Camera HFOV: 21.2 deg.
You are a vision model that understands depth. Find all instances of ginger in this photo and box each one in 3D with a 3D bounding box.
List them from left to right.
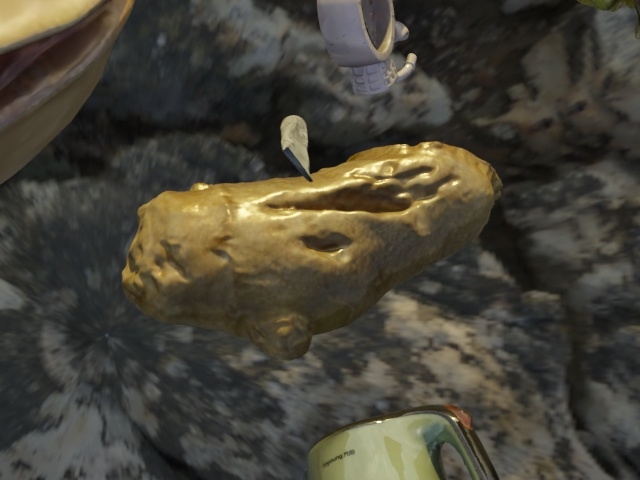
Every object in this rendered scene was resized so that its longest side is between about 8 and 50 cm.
[{"bbox_3d":[0.000,0.000,1.497,0.354,0.126,0.190,-20,57,-18],"label":"ginger"}]

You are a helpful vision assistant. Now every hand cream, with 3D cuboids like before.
[{"bbox_3d":[-0.018,-0.066,1.201,0.019,0.093,0.030,-35,108,13],"label":"hand cream"}]

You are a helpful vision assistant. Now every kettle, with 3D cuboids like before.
[{"bbox_3d":[0.098,0.313,1.839,0.240,0.165,0.255,-30,53,26],"label":"kettle"}]

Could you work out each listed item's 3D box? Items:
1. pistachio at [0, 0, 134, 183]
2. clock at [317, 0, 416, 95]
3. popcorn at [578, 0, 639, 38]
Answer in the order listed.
[{"bbox_3d":[-0.239,-0.113,0.957,0.230,0.230,0.309,49,55,-2],"label":"pistachio"},{"bbox_3d":[0.033,-0.148,1.058,0.041,0.129,0.087,-7,125,22],"label":"clock"},{"bbox_3d":[0.310,-0.348,1.730,0.224,0.258,0.270,-13,112,11],"label":"popcorn"}]
